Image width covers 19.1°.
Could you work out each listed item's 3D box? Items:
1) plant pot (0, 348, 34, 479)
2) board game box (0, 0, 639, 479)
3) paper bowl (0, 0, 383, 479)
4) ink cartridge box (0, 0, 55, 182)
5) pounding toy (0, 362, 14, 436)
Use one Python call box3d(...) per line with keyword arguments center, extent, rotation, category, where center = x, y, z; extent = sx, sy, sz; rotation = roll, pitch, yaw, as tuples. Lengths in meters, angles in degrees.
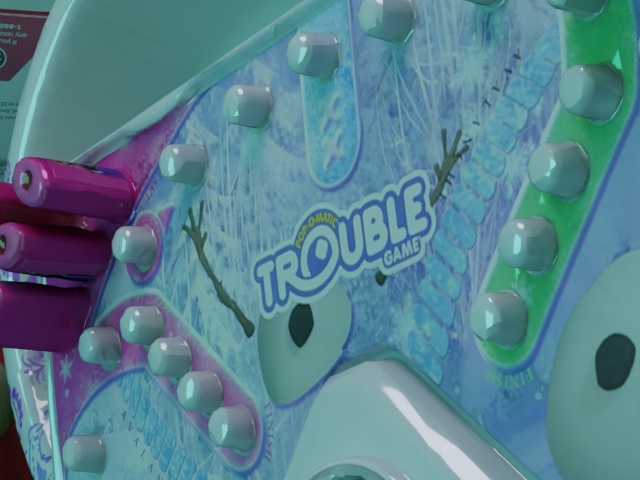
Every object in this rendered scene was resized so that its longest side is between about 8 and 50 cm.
box3d(center=(-0.140, 0.128, 1.121), extent=(0.191, 0.174, 0.191), rotation=(-178, 90, -70), category="plant pot")
box3d(center=(0.009, 0.104, 0.547), extent=(0.390, 0.050, 0.390), rotation=(-28, 64, 50), category="board game box")
box3d(center=(0.000, 0.000, 0.738), extent=(0.284, 0.148, 0.284), rotation=(-10, 78, 51), category="paper bowl")
box3d(center=(-0.207, -0.089, 1.327), extent=(0.100, 0.172, 0.237), rotation=(-109, 29, -44), category="ink cartridge box")
box3d(center=(-0.103, 0.098, 0.909), extent=(0.183, 0.237, 0.110), rotation=(99, -166, -50), category="pounding toy")
